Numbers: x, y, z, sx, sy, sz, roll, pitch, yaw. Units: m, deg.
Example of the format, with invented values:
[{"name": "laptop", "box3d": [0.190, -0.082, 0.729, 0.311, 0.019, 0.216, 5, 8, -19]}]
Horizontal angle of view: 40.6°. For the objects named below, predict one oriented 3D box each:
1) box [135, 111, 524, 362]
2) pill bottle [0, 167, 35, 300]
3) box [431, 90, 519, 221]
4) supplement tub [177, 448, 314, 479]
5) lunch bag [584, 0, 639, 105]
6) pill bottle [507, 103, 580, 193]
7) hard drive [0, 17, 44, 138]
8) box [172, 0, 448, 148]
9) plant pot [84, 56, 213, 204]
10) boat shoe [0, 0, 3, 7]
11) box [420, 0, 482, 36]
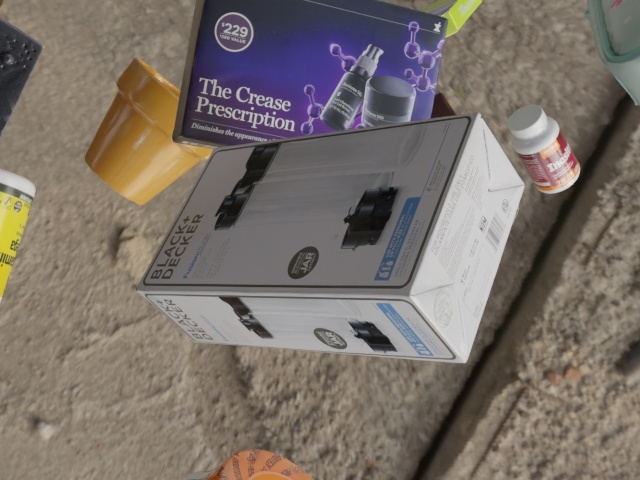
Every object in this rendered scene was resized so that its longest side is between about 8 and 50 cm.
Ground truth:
[{"name": "box", "box3d": [0.000, 0.000, 0.707, 0.289, 0.169, 0.087, -1, 144, 42]}, {"name": "pill bottle", "box3d": [-0.683, 0.022, 1.655, 0.187, 0.188, 0.334, 16, 82, -5]}, {"name": "box", "box3d": [0.156, -0.068, 1.253, 0.167, 0.168, 0.203, -31, 78, 0]}, {"name": "supplement tub", "box3d": [-0.127, 0.351, 0.815, 0.193, 0.194, 0.316, 38, 111, -10]}, {"name": "lunch bag", "box3d": [0.264, -0.170, 0.509, 0.108, 0.279, 0.224, 43, 122, -12]}, {"name": "pill bottle", "box3d": [0.388, -0.161, 1.516, 0.086, 0.086, 0.152, -34, 124, 9]}, {"name": "hard drive", "box3d": [-0.492, -0.228, 1.061, 0.254, 0.054, 0.172, 25, 85, -19]}, {"name": "box", "box3d": [-0.013, -0.174, 0.935, 0.261, 0.103, 0.185, 9, 90, -15]}, {"name": "plant pot", "box3d": [-0.290, -0.170, 1.462, 0.205, 0.205, 0.188, 40, 94, -11]}, {"name": "boat shoe", "box3d": [-0.525, -0.333, 1.280, 0.049, 0.152, 0.056, -32, 112, 36]}, {"name": "box", "box3d": [0.194, -0.365, 1.436, 0.109, 0.178, 0.042, -20, 110, 36]}]
